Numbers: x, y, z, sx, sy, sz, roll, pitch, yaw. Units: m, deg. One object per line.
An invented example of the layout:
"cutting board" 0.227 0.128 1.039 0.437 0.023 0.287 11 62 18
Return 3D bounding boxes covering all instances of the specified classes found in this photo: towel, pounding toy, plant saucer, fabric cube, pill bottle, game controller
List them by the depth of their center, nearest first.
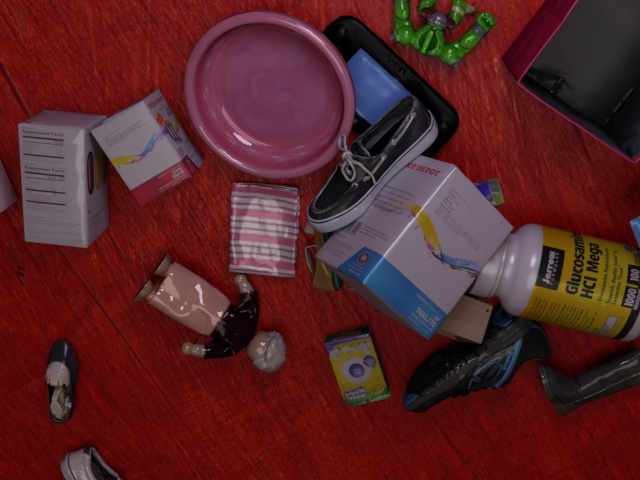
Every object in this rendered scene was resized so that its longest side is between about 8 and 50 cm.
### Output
"fabric cube" 0.503 -0.331 1.550 0.254 0.258 0.259 32 110 -6
"plant saucer" -0.091 -0.280 1.688 0.332 0.084 0.332 7 123 12
"game controller" 0.111 -0.280 1.706 0.319 0.067 0.166 41 109 -9
"pill bottle" 0.468 0.073 1.740 0.334 0.188 0.187 13 111 0
"towel" 0.324 -0.088 1.788 0.083 0.009 0.060 -17 107 11
"pounding toy" 0.218 0.132 1.820 0.206 0.181 0.094 21 82 -10
"towel" -0.118 -0.020 1.835 0.144 0.029 0.197 5 106 4

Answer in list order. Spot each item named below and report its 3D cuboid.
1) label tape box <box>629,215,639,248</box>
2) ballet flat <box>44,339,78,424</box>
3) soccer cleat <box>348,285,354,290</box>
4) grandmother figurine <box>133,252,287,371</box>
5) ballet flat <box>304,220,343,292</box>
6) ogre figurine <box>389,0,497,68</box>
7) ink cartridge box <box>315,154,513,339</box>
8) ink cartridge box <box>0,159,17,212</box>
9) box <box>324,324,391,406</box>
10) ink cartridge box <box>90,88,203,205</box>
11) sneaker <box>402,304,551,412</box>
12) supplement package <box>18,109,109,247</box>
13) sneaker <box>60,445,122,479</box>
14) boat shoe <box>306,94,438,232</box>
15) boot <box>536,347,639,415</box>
"label tape box" 0.752 -0.022 1.677 0.348 0.115 0.249 -27 107 -1
"ballet flat" -0.584 0.326 1.993 0.074 0.074 0.203 7 111 2
"soccer cleat" 0.095 -0.003 1.806 0.095 0.083 0.248 -1 113 10
"grandmother figurine" -0.212 0.163 1.886 0.342 0.104 0.207 37 95 -11
"ballet flat" 0.000 0.000 1.818 0.073 0.080 0.232 3 110 20
"ogre figurine" 0.210 -0.399 1.639 0.197 0.097 0.118 22 99 -15
"ink cartridge box" 0.175 0.002 1.665 0.197 0.198 0.270 41 84 -29
"ink cartridge box" -0.800 -0.121 1.821 0.273 0.115 0.198 -15 108 11
"box" 0.083 0.282 1.931 0.105 0.043 0.179 -15 110 11
"ink cartridge box" -0.338 -0.186 1.748 0.127 0.128 0.176 -28 106 14
"sneaker" 0.325 0.278 1.865 0.341 0.125 0.139 -38 108 19
"supplement package" -0.510 -0.126 1.780 0.134 0.139 0.244 6 111 5
"sneaker" -0.502 0.596 2.072 0.091 0.094 0.258 -28 105 19
"boat shoe" 0.080 -0.144 1.641 0.306 0.113 0.105 -39 137 10
"boot" 0.572 0.281 1.849 0.209 0.076 0.189 -23 141 20
